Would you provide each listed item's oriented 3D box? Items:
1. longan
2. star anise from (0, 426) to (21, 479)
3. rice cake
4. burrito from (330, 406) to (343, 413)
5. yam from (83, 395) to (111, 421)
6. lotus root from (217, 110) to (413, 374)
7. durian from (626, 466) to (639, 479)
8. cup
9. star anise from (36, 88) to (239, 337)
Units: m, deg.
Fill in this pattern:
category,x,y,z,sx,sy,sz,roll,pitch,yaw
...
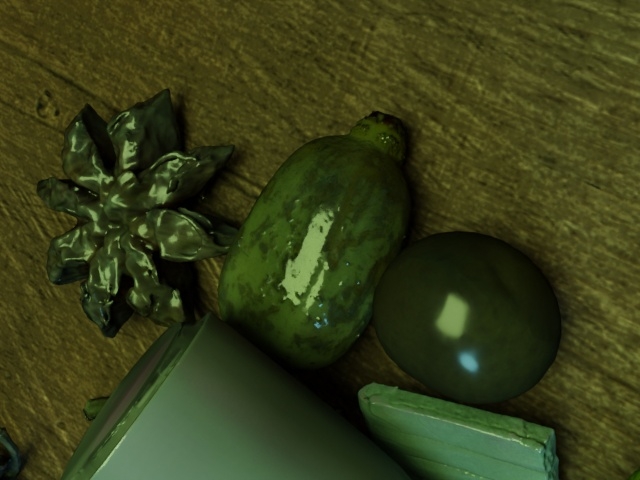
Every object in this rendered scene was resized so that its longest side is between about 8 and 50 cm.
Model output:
category,x,y,z,sx,sy,sz,roll,pitch,yaw
longan,0.144,0.076,0.913,0.189,0.189,0.189,1,93,28
star anise,-0.476,0.342,1.296,0.231,0.089,0.209,-27,92,32
rice cake,0.148,0.235,0.948,0.198,0.037,0.189,3,127,31
burrito,-0.143,0.258,1.113,0.175,0.107,0.348,46,114,5
yam,-0.254,0.215,1.207,0.129,0.027,0.033,-14,46,29
lotus root,0.000,0.000,0.999,0.173,0.173,0.309,28,98,24
durian,0.360,0.286,0.784,0.340,0.204,0.255,-14,71,30
cup,-0.059,0.266,0.905,0.371,0.253,0.253,37,110,-4
star anise,-0.236,-0.031,1.139,0.332,0.118,0.331,-1,88,24
